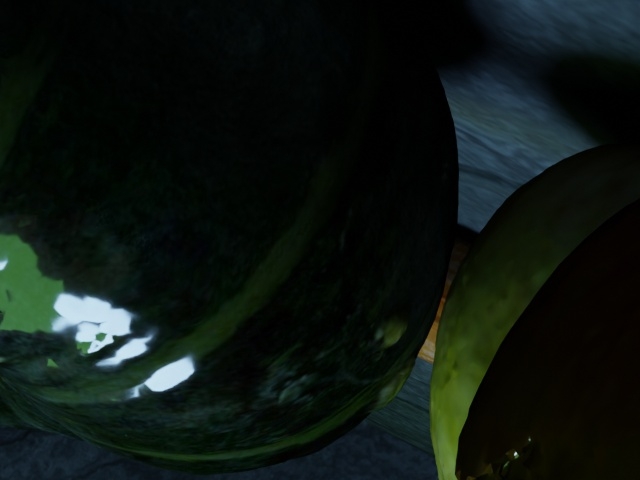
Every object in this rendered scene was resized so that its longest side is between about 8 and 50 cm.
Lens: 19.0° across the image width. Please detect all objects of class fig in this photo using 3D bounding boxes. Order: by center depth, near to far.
[{"bbox_3d":[0.089,0.081,0.626,0.159,0.257,0.159,31,158,14],"label":"fig"}]

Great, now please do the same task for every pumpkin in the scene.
[{"bbox_3d":[-0.091,-0.039,0.694,0.300,0.207,0.300,23,157,11],"label":"pumpkin"}]

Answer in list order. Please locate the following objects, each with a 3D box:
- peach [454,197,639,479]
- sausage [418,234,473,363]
[{"bbox_3d":[0.174,0.135,0.417,0.372,0.290,0.372,56,-177,-4],"label":"peach"},{"bbox_3d":[0.000,0.000,1.062,0.234,0.071,0.071,26,171,27],"label":"sausage"}]
